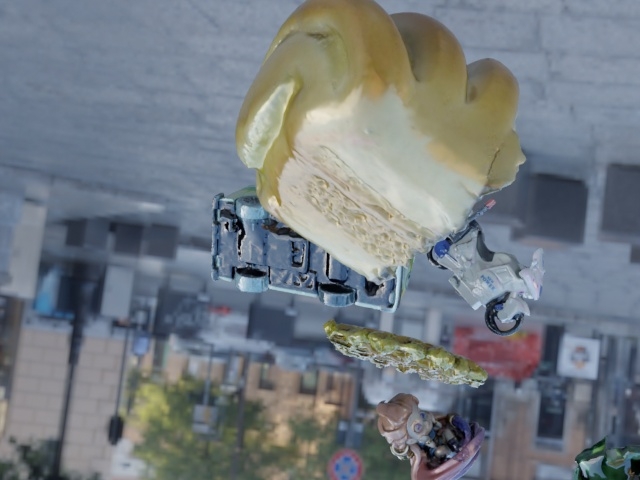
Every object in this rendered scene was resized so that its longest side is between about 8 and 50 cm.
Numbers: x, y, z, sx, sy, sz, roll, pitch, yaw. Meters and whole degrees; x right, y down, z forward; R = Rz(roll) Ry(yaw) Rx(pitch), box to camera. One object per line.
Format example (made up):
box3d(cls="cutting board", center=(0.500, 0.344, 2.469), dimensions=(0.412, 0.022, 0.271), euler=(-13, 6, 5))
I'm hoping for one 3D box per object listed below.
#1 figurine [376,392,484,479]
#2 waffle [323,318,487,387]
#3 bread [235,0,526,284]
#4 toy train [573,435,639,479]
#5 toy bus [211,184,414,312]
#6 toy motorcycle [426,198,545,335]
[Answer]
box3d(cls="figurine", center=(0.145, 0.284, 1.703), dimensions=(0.157, 0.126, 0.114), euler=(23, 147, 2))
box3d(cls="waffle", center=(0.147, 0.190, 1.962), dimensions=(0.291, 0.051, 0.291), euler=(15, 171, 3))
box3d(cls="bread", center=(0.055, -0.122, 1.243), dimensions=(0.270, 0.211, 0.316), euler=(36, 148, -5))
box3d(cls="toy train", center=(0.216, 0.292, 0.983), dimensions=(0.301, 0.120, 0.202), euler=(-36, 120, 25))
box3d(cls="toy bus", center=(0.000, 0.000, 1.670), dimensions=(0.276, 0.134, 0.165), euler=(10, -160, 19))
box3d(cls="toy motorcycle", center=(0.276, 0.037, 1.938), dimensions=(0.221, 0.150, 0.102), euler=(49, -174, 22))
